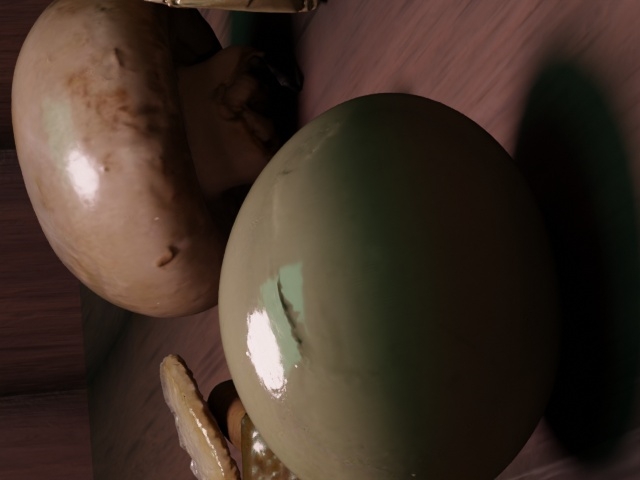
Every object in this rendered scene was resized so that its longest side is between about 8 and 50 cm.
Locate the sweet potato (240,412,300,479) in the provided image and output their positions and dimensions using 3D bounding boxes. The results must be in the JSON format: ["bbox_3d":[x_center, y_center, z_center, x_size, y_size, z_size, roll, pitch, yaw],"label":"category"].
[{"bbox_3d":[0.003,0.247,1.426,0.158,0.158,0.370,118,155,-62],"label":"sweet potato"}]

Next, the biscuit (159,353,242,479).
[{"bbox_3d":[-0.116,0.248,1.958,0.265,0.040,0.188,66,168,0],"label":"biscuit"}]

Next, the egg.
[{"bbox_3d":[0.044,0.040,1.127,0.219,0.219,0.269,119,148,-63],"label":"egg"}]

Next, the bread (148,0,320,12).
[{"bbox_3d":[-0.103,-0.284,1.686,0.210,0.192,0.110,-131,43,-68],"label":"bread"}]

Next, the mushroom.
[{"bbox_3d":[-0.148,-0.105,1.830,0.362,0.294,0.362,-16,-90,-78],"label":"mushroom"}]

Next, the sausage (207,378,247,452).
[{"bbox_3d":[-0.068,0.196,1.885,0.301,0.066,0.066,-165,74,-76],"label":"sausage"}]
